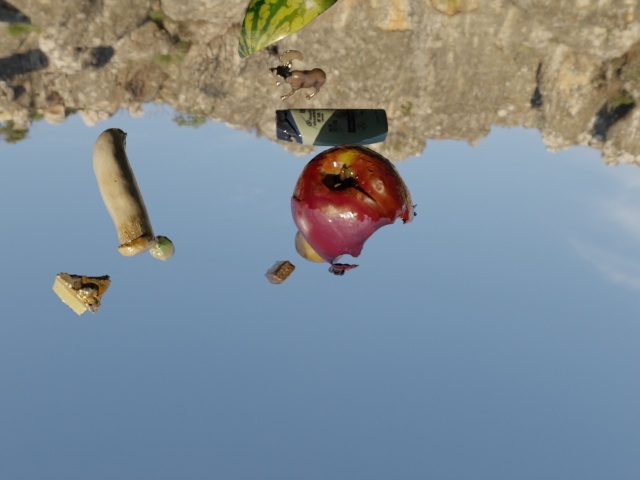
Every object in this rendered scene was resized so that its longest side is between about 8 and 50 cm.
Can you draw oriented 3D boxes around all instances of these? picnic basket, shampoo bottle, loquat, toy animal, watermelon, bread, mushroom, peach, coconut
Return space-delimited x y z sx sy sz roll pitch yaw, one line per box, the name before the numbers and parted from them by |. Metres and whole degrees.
picnic basket | -0.174 0.130 2.395 0.110 0.055 0.193 -48 -169 -15
shampoo bottle | 0.036 -0.363 1.830 0.359 0.078 0.134 -2 -114 -9
loquat | 0.000 0.000 2.130 0.179 0.179 0.227 -15 173 -33
toy animal | -0.075 -0.492 1.693 0.214 0.094 0.186 -12 176 -28
watermelon | -0.081 -0.576 1.383 0.303 0.128 0.159 -43 -157 -22
bread | -0.723 0.141 1.709 0.152 0.147 0.127 37 -125 -19
mushroom | -0.495 -0.125 1.419 0.095 0.351 0.122 -23 165 22
peach | 0.098 -0.091 1.672 0.339 0.416 0.353 -31 -124 0
coconut | -0.516 0.023 1.846 0.082 0.083 0.081 -1 171 -1
